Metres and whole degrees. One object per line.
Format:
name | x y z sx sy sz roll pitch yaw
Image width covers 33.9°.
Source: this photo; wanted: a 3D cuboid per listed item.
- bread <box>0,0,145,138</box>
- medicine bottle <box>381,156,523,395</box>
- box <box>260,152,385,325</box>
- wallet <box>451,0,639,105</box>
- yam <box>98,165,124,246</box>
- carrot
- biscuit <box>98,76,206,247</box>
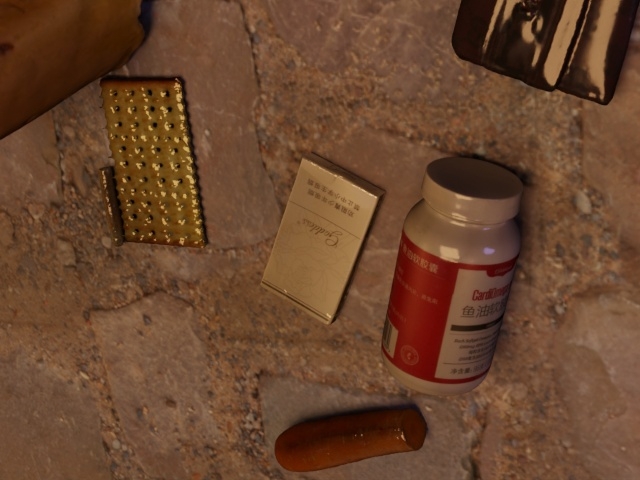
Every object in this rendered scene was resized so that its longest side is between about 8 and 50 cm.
bread | -0.456 -0.267 1.239 0.361 0.394 0.250 42 141 3
medicine bottle | 0.147 0.042 1.169 0.131 0.131 0.250 21 120 21
box | 0.000 0.000 1.298 0.109 0.029 0.198 29 122 16
wallet | 0.232 -0.265 1.035 0.182 0.049 0.229 24 120 23
yam | -0.287 -0.046 1.446 0.021 0.021 0.116 6 115 27
carrot | 0.029 0.262 1.379 0.225 0.067 0.067 -17 102 33
biscuit | -0.222 -0.102 1.386 0.139 0.016 0.231 5 114 28
